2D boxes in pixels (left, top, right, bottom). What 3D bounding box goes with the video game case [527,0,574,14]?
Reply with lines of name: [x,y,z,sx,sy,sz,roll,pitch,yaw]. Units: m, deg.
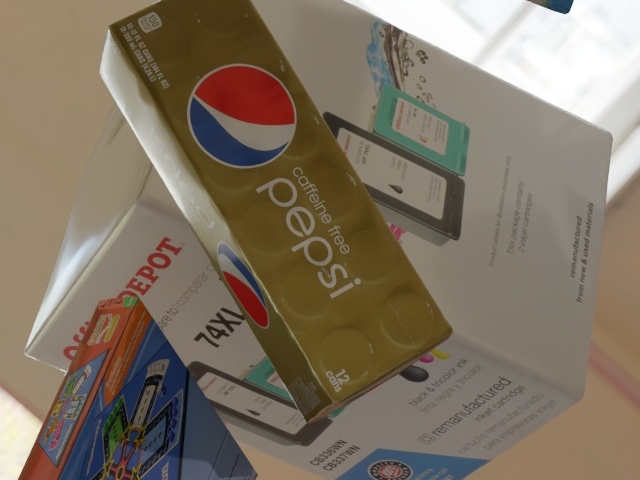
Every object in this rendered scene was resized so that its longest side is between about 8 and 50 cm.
video game case: [0.105,-0.192,0.848,0.166,0.015,0.119,41,114,61]

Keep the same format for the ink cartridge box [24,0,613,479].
ink cartridge box: [0.000,0.000,0.957,0.198,0.270,0.197,-47,24,50]

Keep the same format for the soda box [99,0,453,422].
soda box: [-0.021,-0.018,0.676,0.061,0.181,0.058,-29,-6,-18]

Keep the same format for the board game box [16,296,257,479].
board game box: [-0.107,0.177,0.742,0.027,0.145,0.281,-6,43,26]
